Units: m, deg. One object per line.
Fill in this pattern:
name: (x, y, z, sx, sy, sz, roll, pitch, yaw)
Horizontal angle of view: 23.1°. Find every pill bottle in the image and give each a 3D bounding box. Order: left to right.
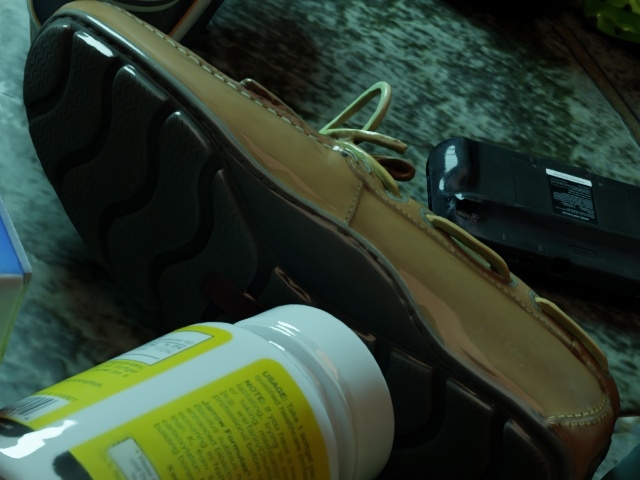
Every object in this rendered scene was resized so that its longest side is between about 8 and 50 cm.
pill bottle: (-0.067, 0.106, 0.694, 0.119, 0.119, 0.208, 43, 40, 21)

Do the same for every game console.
game console: (0.238, -0.001, 1.076, 0.361, 0.044, 0.213, 15, 36, -16)

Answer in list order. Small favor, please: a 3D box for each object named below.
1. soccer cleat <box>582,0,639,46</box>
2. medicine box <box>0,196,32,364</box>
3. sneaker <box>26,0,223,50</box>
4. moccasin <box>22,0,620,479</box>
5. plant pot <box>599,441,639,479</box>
soccer cleat: (0.303, -0.169, 1.304, 0.179, 0.060, 0.072, 35, 36, 16)
medicine box: (-0.311, -0.019, 0.671, 0.289, 0.149, 0.263, -1, 44, -33)
sneaker: (-0.105, -0.204, 1.037, 0.126, 0.127, 0.321, 32, 38, 2)
moccasin: (0.001, -0.002, 0.851, 0.380, 0.139, 0.147, 33, 34, 9)
plant pot: (0.274, 0.177, 0.786, 0.166, 0.165, 0.234, -14, 59, -41)
